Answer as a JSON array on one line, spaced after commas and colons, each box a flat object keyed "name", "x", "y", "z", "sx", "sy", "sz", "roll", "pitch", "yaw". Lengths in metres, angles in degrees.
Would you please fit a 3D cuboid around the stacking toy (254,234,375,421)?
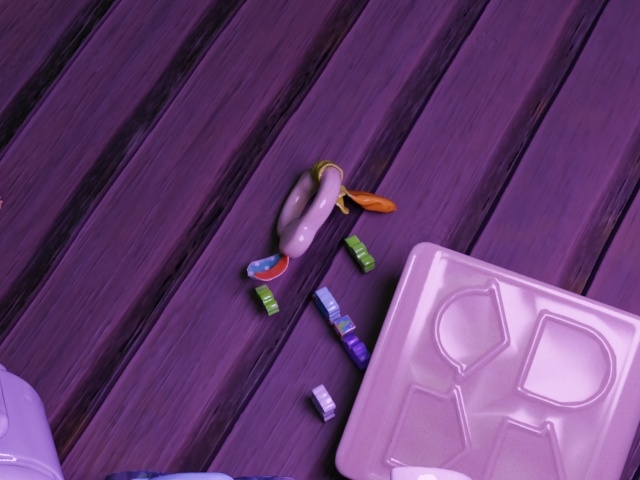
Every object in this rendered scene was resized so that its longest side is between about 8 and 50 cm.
[{"name": "stacking toy", "x": 0.029, "y": 0.118, "z": 1.524, "sx": 0.167, "sy": 0.052, "sz": 0.221, "roll": -26, "pitch": 68, "yaw": -14}]

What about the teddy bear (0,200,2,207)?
[{"name": "teddy bear", "x": -0.625, "y": -0.072, "z": 1.557, "sx": 0.338, "sy": 0.113, "sz": 0.245, "roll": 3, "pitch": 69, "yaw": 0}]

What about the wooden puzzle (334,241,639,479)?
[{"name": "wooden puzzle", "x": 0.230, "y": 0.205, "z": 1.439, "sx": 0.348, "sy": 0.080, "sz": 0.322, "roll": 20, "pitch": 86, "yaw": 4}]

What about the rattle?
[{"name": "rattle", "x": 0.000, "y": 0.000, "z": 1.563, "sx": 0.130, "sy": 0.143, "sz": 0.199, "roll": -6, "pitch": 55, "yaw": 43}]

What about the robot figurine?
[{"name": "robot figurine", "x": -0.405, "y": 0.287, "z": 1.312, "sx": 0.200, "sy": 0.299, "sz": 0.353, "roll": -3, "pitch": 34, "yaw": -23}]

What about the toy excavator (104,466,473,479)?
[{"name": "toy excavator", "x": -0.069, "y": 0.338, "z": 1.209, "sx": 0.433, "sy": 0.445, "sz": 0.222, "roll": 1, "pitch": 67, "yaw": -1}]
